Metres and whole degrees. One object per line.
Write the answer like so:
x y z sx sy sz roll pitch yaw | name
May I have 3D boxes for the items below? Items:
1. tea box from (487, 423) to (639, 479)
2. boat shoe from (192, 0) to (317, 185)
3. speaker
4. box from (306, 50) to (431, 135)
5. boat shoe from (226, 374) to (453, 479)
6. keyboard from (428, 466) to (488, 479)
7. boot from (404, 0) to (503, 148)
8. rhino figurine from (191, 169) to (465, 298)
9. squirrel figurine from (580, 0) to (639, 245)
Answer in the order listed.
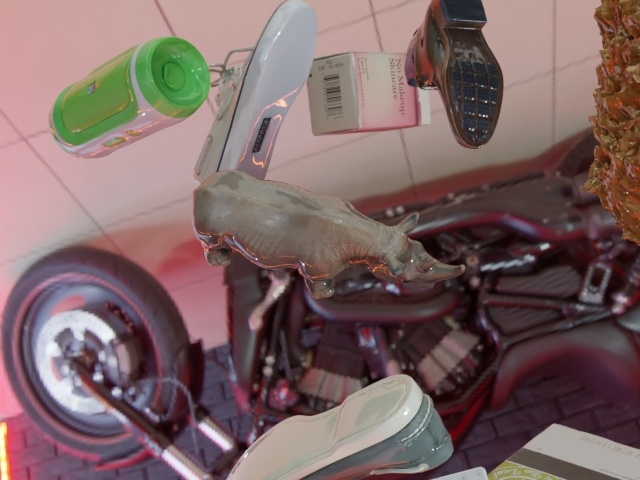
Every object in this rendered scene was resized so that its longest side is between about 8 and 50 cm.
0.304 0.386 0.943 0.329 0.220 0.323 10 -157 42 | tea box
-0.133 -0.246 1.554 0.135 0.156 0.367 -11 128 -55 | boat shoe
-0.296 -0.211 1.394 0.131 0.131 0.296 14 161 -41 | speaker
0.096 -0.287 1.798 0.126 0.149 0.232 -2 -173 42 | box
0.011 0.256 1.049 0.319 0.116 0.099 -32 110 35 | boat shoe
0.036 0.265 0.809 0.255 0.072 0.014 -12 158 -11 | keyboard
0.156 -0.193 1.102 0.082 0.219 0.106 6 158 -20 | boot
0.000 0.000 0.753 0.243 0.073 0.106 13 156 21 | rhino figurine
0.348 -0.152 0.663 0.281 0.397 0.371 -35 122 -29 | squirrel figurine
